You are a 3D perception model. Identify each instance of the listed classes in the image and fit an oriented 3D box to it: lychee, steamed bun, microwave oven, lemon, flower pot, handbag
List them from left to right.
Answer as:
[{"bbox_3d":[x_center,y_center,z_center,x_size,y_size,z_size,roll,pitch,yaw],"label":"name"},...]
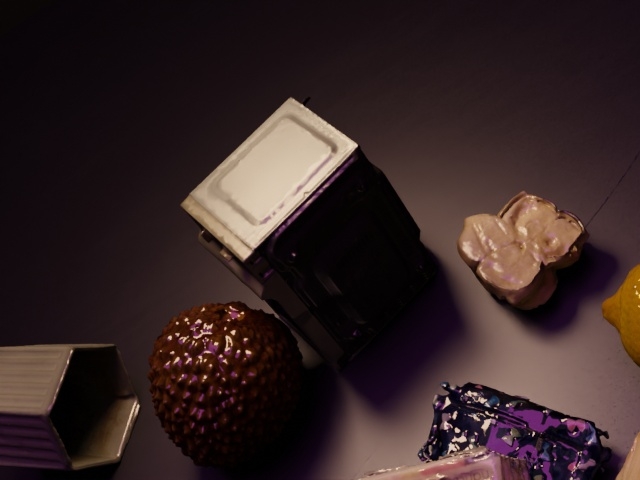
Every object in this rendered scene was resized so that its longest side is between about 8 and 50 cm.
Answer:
[{"bbox_3d":[-0.459,0.287,1.858,0.189,0.239,0.209,-2,28,29],"label":"flower pot"},{"bbox_3d":[-0.155,0.233,1.712,0.267,0.267,0.268,-15,51,19],"label":"lychee"},{"bbox_3d":[0.000,0.000,1.712,0.286,0.355,0.218,-44,47,-7],"label":"microwave oven"},{"bbox_3d":[0.273,0.296,1.505,0.260,0.113,0.162,15,74,34],"label":"handbag"},{"bbox_3d":[0.314,0.018,1.695,0.192,0.106,0.177,34,73,33],"label":"steamed bun"},{"bbox_3d":[0.509,0.105,1.464,0.244,0.187,0.187,8,62,28],"label":"lemon"}]

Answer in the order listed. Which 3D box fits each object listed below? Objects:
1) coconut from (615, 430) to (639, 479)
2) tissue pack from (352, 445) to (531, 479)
[{"bbox_3d":[0.492,0.324,1.245,0.297,0.297,0.255,7,63,33],"label":"coconut"},{"bbox_3d":[0.168,0.457,1.371,0.242,0.125,0.344,-21,61,32],"label":"tissue pack"}]
